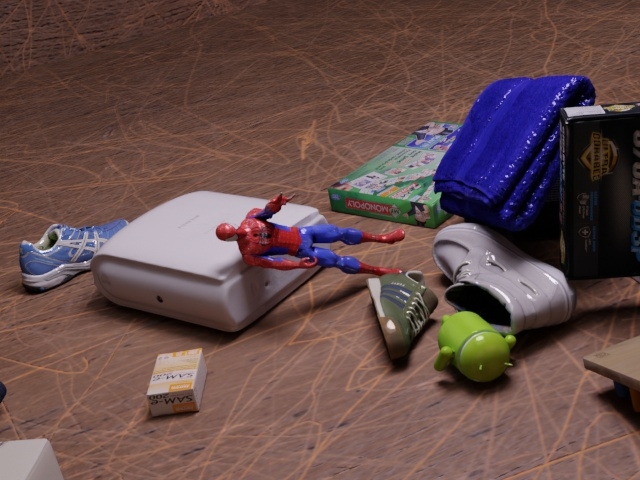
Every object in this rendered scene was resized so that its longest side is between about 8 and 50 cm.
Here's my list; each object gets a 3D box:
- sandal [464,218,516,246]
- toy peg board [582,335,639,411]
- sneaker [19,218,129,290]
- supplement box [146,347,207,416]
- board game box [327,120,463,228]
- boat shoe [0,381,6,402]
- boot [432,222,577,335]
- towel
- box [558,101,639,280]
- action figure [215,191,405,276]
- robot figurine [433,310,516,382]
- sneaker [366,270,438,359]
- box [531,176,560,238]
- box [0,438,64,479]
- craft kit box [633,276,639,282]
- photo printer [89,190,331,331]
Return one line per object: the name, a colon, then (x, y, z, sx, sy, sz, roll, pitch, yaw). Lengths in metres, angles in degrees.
sandal: (0.261, -0.034, 1.720, 0.097, 0.054, 0.254, -9, 34, 21)
toy peg board: (0.407, 0.156, 1.248, 0.161, 0.079, 0.160, -17, 10, -15)
sneaker: (-0.399, 0.008, 1.844, 0.080, 0.081, 0.211, 13, 32, 43)
supplement box: (-0.184, 0.182, 1.447, 0.062, 0.036, 0.098, -9, 26, 5)
board game box: (0.192, -0.121, 1.922, 0.213, 0.046, 0.317, 12, 33, 38)
boat shoe: (-0.538, 0.199, 1.506, 0.258, 0.109, 0.089, 18, 27, 18)
boot: (0.207, 0.049, 1.489, 0.123, 0.095, 0.258, -12, 24, -33)
towel: (0.256, -0.133, 1.573, 0.076, 0.228, 0.308, 27, 1, -13)
box: (0.385, -0.062, 1.385, 0.175, 0.220, 0.051, -4, 25, 3)
action figure: (0.000, 0.000, 1.533, 0.280, 0.091, 0.139, 7, -9, -23)
robot figurine: (0.187, 0.130, 1.374, 0.101, 0.067, 0.115, -7, 23, -20)
sneaker: (0.115, 0.088, 1.490, 0.086, 0.064, 0.192, -15, 22, 1)
box: (0.355, -0.107, 1.695, 0.093, 0.158, 0.156, -6, 26, 9)
box: (-0.347, 0.325, 1.128, 0.094, 0.113, 0.275, -6, 24, 12)
craft kit box: (0.545, 0.010, 1.502, 0.249, 0.061, 0.246, -16, 23, -12)
photo printer: (-0.176, 0.020, 1.699, 0.307, 0.107, 0.256, 10, 32, 37)
